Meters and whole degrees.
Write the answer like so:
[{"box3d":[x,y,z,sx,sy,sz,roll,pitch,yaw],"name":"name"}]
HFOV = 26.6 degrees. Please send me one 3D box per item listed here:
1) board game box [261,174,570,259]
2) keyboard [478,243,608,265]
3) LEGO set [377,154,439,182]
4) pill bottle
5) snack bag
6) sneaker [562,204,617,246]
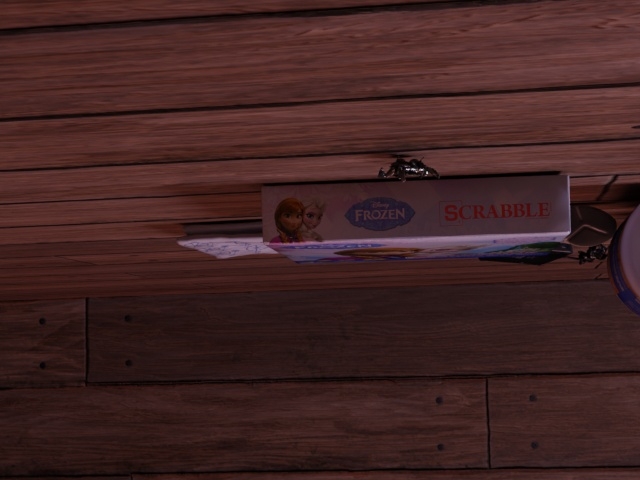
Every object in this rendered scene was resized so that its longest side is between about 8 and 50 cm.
[{"box3d":[0.110,-0.019,1.527,0.318,0.066,0.318,-2,175,6],"name":"board game box"},{"box3d":[0.378,0.018,2.288,0.201,0.033,0.317,5,176,-1],"name":"keyboard"},{"box3d":[0.079,-0.068,1.234,0.054,0.023,0.083,1,-172,-10],"name":"LEGO set"},{"box3d":[0.420,0.023,1.602,0.152,0.152,0.272,-2,174,6],"name":"pill bottle"},{"box3d":[0.000,0.000,1.901,0.323,0.037,0.342,-3,175,12],"name":"snack bag"},{"box3d":[0.297,-0.022,1.708,0.152,0.054,0.061,0,-169,11],"name":"sneaker"}]
